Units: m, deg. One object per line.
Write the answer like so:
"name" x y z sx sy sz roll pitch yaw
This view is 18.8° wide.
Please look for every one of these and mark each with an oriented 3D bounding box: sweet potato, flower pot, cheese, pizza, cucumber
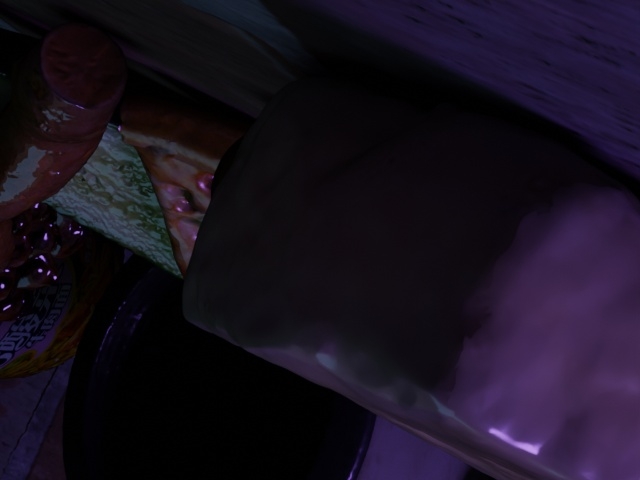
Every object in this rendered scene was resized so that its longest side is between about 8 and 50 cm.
"sweet potato" -0.168 -0.042 1.053 0.281 0.067 0.059 -37 76 57
"flower pot" 0.017 0.145 1.484 0.294 0.293 0.330 24 -178 41
"cheese" 0.093 0.048 0.752 0.318 0.115 0.326 26 177 17
"pizza" -0.051 -0.007 1.056 0.185 0.036 0.176 35 143 -17
"cucumber" -0.127 -0.063 1.105 0.244 0.063 0.115 30 143 -14

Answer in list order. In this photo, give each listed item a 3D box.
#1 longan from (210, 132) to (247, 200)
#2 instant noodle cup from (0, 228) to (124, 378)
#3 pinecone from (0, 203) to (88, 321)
"longan" -0.013 -0.016 0.901 0.075 0.075 0.083 23 152 49
"instant noodle cup" -0.348 -0.002 1.773 0.340 0.339 0.266 25 -176 31
"pinecone" -0.276 -0.053 1.335 0.221 0.221 0.221 27 176 2
